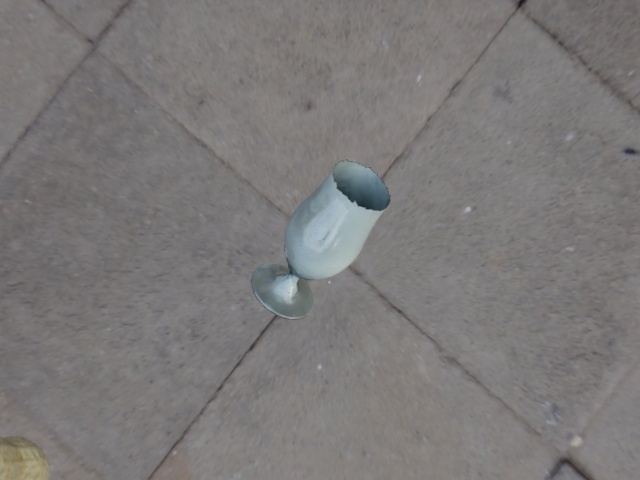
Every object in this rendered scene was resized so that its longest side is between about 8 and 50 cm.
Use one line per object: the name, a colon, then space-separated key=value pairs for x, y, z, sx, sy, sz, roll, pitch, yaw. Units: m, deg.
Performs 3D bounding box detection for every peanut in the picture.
peanut: x=-0.574 y=0.405 z=1.722 sx=0.123 sy=0.256 sz=0.124 roll=-9 pitch=66 yaw=20

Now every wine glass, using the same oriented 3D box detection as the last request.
wine glass: x=0.000 y=0.000 z=1.142 sx=0.093 sy=0.093 sz=0.202 roll=36 pitch=126 yaw=2
